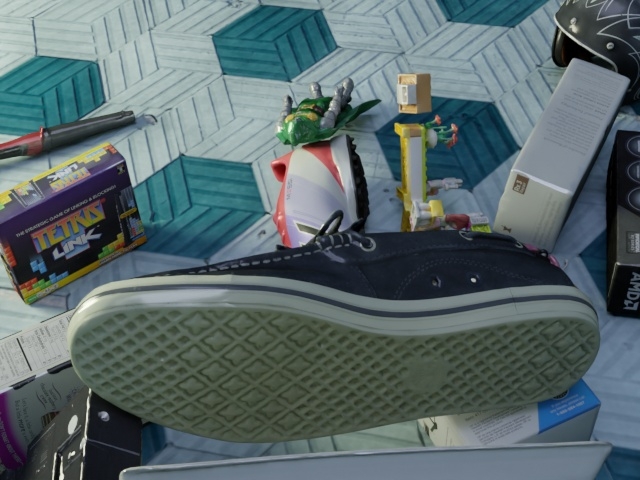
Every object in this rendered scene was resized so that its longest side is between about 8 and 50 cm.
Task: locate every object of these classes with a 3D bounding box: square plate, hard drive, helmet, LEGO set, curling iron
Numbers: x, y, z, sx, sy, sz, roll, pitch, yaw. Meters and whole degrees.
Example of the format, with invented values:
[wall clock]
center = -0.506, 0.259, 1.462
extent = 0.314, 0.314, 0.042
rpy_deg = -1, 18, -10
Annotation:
[square plate]
center = 0.029, 0.256, 0.868
extent = 0.344, 0.347, 0.049
rpy_deg = -2, 56, -4
[hard drive]
center = -0.237, 0.320, 0.929
extent = 0.064, 0.237, 0.339
rpy_deg = 24, 39, -27
[helmet]
center = 0.397, -0.278, 1.461
extent = 0.169, 0.161, 0.169
rpy_deg = -2, 48, 2
[LEGO set]
center = 0.155, -0.061, 1.303
extent = 0.107, 0.132, 0.287
rpy_deg = -4, 70, -7
[curling iron]
center = -0.390, -0.144, 1.480
extent = 0.274, 0.035, 0.068
rpy_deg = -15, 49, -9

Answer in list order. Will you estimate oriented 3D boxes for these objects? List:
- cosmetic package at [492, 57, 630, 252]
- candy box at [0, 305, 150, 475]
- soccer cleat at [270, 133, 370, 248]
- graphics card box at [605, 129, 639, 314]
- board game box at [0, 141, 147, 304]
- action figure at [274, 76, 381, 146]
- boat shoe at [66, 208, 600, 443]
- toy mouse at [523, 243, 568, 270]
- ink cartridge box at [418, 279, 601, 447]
[cosmetic package]
center = 0.300, -0.108, 1.341
extent = 0.085, 0.117, 0.231
rpy_deg = 23, 54, 13
[candy box]
center = -0.294, 0.167, 1.108
extent = 0.233, 0.159, 0.071
rpy_deg = -23, 51, -17
[soccer cleat]
center = 0.000, 0.000, 1.286
extent = 0.116, 0.108, 0.318
rpy_deg = -12, 45, 9
[graphics card box]
center = 0.523, -0.009, 1.257
extent = 0.371, 0.094, 0.233
rpy_deg = 6, 49, 10
[board game box]
center = -0.301, -0.020, 1.290
extent = 0.170, 0.141, 0.048
rpy_deg = -30, 52, -21
[action figure]
center = -0.007, -0.163, 1.392
extent = 0.137, 0.063, 0.232
rpy_deg = -7, 18, 14
[boat shoe]
center = 0.016, 0.073, 1.014
extent = 0.500, 0.187, 0.156
rpy_deg = -2, 40, -18
[toy mouse]
center = 0.237, 0.045, 1.241
extent = 0.143, 0.031, 0.161
rpy_deg = 35, 36, 2
[ink cartridge box]
center = 0.171, 0.147, 1.143
extent = 0.148, 0.086, 0.203
rpy_deg = -21, 49, -16
